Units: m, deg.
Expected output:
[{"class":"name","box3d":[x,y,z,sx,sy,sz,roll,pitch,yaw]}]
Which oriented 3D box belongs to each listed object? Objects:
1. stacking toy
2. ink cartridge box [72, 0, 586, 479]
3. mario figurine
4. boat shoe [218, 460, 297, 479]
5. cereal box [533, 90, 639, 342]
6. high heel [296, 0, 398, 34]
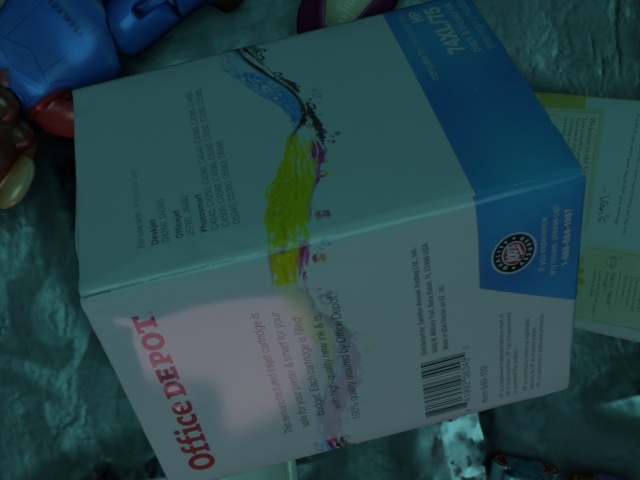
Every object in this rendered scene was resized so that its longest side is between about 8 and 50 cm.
[{"class":"stacking toy","box3d":[0.196,0.190,0.725,0.221,0.052,0.166,12,102,2]},{"class":"ink cartridge box","box3d":[0.000,0.000,0.602,0.270,0.197,0.198,-14,135,-3]},{"class":"mario figurine","box3d":[-0.211,-0.124,0.679,0.320,0.170,0.198,-45,58,-11]},{"class":"boat shoe","box3d":[-0.073,0.249,0.704,0.095,0.079,0.254,7,95,-6]},{"class":"cereal box","box3d":[0.250,-0.010,0.666,0.240,0.047,0.172,12,92,31]},{"class":"high heel","box3d":[0.048,-0.238,0.669,0.082,0.117,0.244,29,91,-4]}]
